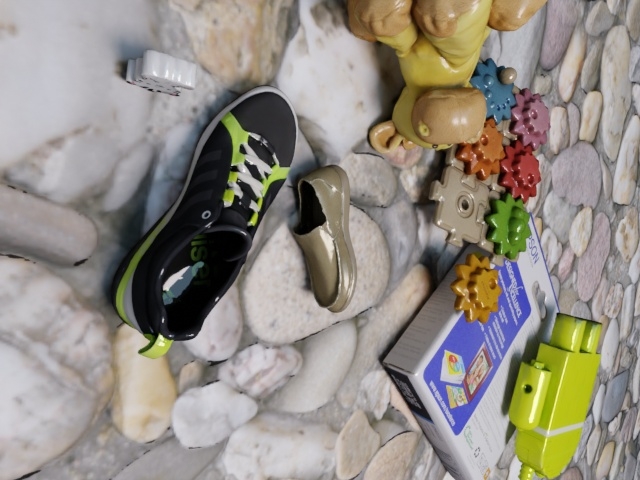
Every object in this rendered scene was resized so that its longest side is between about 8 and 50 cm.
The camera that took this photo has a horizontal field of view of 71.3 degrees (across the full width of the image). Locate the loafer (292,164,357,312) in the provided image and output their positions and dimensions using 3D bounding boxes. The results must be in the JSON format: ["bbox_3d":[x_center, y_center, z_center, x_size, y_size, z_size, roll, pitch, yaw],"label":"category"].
[{"bbox_3d":[0.000,0.000,0.440,0.050,0.056,0.148,-7,93,-37],"label":"loafer"}]

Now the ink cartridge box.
[{"bbox_3d":[0.252,0.165,0.669,0.307,0.072,0.304,-46,123,-26],"label":"ink cartridge box"}]

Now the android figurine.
[{"bbox_3d":[0.376,0.252,0.709,0.248,0.056,0.273,13,93,-43],"label":"android figurine"}]

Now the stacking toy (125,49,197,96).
[{"bbox_3d":[-0.167,-0.201,0.269,0.221,0.052,0.167,7,93,-38],"label":"stacking toy"}]

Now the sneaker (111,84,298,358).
[{"bbox_3d":[-0.068,-0.018,0.350,0.084,0.097,0.235,37,75,-38],"label":"sneaker"}]

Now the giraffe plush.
[{"bbox_3d":[0.117,-0.169,0.454,0.210,0.181,0.171,-56,149,-60],"label":"giraffe plush"}]

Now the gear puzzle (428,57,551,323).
[{"bbox_3d":[0.221,-0.063,0.563,0.175,0.044,0.339,22,76,-27],"label":"gear puzzle"}]
